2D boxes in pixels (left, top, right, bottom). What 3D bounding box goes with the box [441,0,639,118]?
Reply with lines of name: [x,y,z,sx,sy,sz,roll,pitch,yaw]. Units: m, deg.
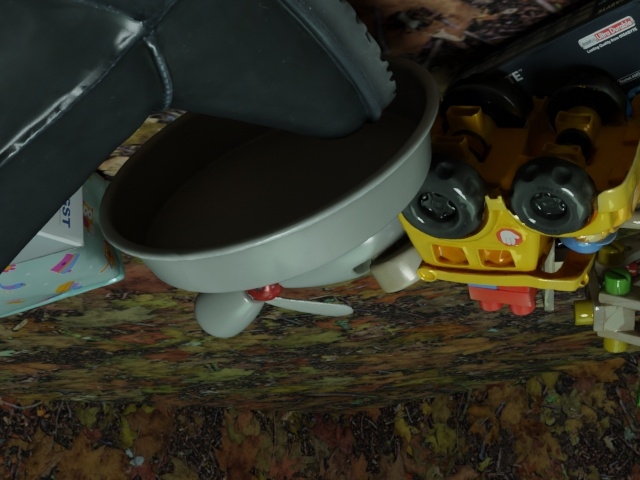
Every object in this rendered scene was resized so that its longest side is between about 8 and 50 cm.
box: [0.246,-0.117,0.946,0.220,0.051,0.175,-22,117,46]

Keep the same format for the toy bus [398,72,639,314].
toy bus: [0.180,-0.022,0.927,0.220,0.149,0.211,3,132,30]

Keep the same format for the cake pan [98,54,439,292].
cake pan: [-0.037,-0.058,0.871,0.293,0.293,0.054,-11,123,21]

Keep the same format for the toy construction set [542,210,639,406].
toy construction set: [0.395,0.042,1.464,0.237,0.257,0.309,5,145,11]

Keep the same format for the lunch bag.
lunch bag: [-0.373,-0.008,1.123,0.262,0.160,0.223,-14,163,11]

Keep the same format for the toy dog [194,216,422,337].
toy dog: [0.000,0.000,1.261,0.334,0.220,0.161,-6,-163,30]

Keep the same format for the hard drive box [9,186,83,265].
hard drive box: [-0.291,-0.095,0.808,0.089,0.181,0.232,-14,162,26]

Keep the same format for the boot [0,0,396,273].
boot: [-0.182,-0.031,0.687,0.445,0.146,0.367,-49,145,0]
